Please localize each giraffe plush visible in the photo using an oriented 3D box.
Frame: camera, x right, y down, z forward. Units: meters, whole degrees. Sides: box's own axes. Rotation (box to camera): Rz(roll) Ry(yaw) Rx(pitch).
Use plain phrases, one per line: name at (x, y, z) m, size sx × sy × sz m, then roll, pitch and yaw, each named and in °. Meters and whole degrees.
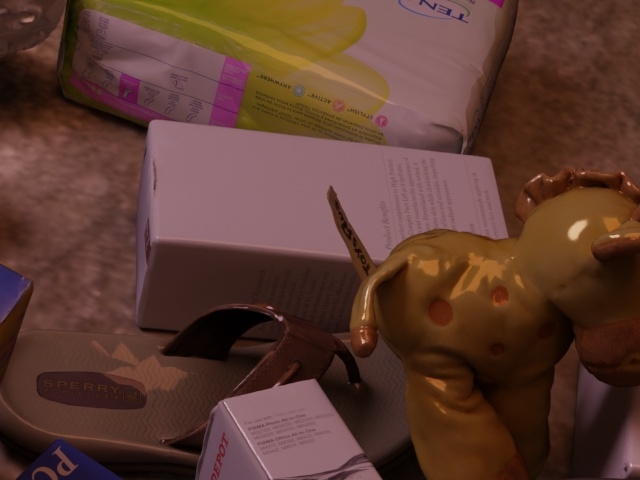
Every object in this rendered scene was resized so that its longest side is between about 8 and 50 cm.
giraffe plush at (0.123, 0.031, 0.934) m, size 0.170 × 0.210 × 0.181 m, roll -19°, pitch 33°, yaw 19°

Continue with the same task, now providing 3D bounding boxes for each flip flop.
flip flop at (-0.054, 0.077, 0.987) m, size 0.277 × 0.080 × 0.112 m, roll 5°, pitch 43°, yaw -16°

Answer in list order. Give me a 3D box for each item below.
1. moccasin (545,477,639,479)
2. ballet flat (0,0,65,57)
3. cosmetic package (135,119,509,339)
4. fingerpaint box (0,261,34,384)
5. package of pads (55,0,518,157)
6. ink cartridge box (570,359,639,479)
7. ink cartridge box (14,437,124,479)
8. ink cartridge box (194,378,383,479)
moccasin at (0.225, 0.236, 0.883) m, size 0.380 × 0.139 × 0.147 m, roll 26°, pitch 32°, yaw -4°
ballet flat at (-0.372, -0.175, 1.145) m, size 0.409 × 0.147 × 0.147 m, roll 19°, pitch 41°, yaw 6°
cosmetic package at (0.000, 0.000, 1.092) m, size 0.231 × 0.085 × 0.117 m, roll 6°, pitch 42°, yaw -10°
fingerpaint box at (-0.399, 0.110, 0.746) m, size 0.371 × 0.163 × 0.445 m, roll 28°, pitch 42°, yaw 0°
package of pads at (-0.018, -0.148, 1.232) m, size 0.296 × 0.101 × 0.229 m, roll 20°, pitch 41°, yaw 3°
ink cartridge box at (0.295, 0.133, 1.021) m, size 0.273 × 0.114 × 0.198 m, roll 16°, pitch 41°, yaw -2°
ink cartridge box at (-0.156, 0.195, 0.850) m, size 0.097 × 0.046 × 0.207 m, roll 31°, pitch 43°, yaw 13°
ink cartridge box at (-0.004, 0.163, 0.889) m, size 0.063 × 0.109 × 0.150 m, roll -12°, pitch 49°, yaw -28°
